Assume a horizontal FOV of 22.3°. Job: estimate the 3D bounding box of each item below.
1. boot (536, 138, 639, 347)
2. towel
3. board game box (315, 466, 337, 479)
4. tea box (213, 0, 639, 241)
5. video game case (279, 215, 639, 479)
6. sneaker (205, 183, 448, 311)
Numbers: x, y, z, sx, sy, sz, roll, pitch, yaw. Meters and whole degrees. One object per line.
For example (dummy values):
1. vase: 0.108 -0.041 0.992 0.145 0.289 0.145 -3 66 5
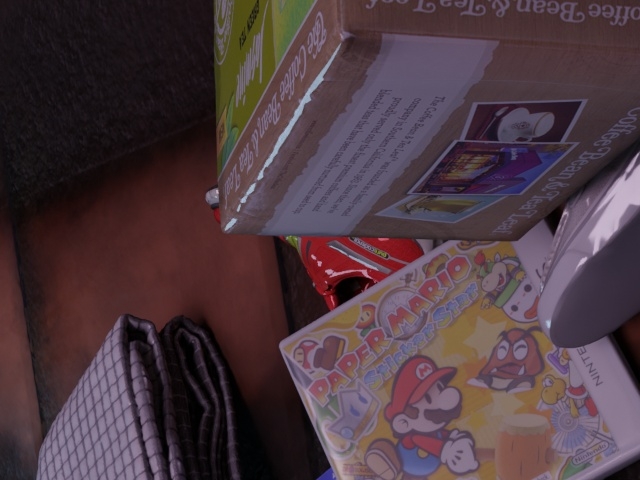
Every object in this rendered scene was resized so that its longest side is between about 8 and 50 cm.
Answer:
1. boot: 0.200 -0.060 1.075 0.258 0.095 0.123 -61 43 26
2. towel: -0.160 0.245 1.525 0.235 0.121 0.283 -52 43 40
3. board game box: 0.037 0.293 1.301 0.317 0.046 0.213 -50 51 54
4. tea box: 0.067 -0.196 0.989 0.329 0.220 0.323 127 141 -68
5. video game case: 0.103 0.108 1.167 0.227 0.026 0.206 -32 65 15
6. sneaker: 0.000 0.000 1.323 0.279 0.107 0.118 9 111 54
